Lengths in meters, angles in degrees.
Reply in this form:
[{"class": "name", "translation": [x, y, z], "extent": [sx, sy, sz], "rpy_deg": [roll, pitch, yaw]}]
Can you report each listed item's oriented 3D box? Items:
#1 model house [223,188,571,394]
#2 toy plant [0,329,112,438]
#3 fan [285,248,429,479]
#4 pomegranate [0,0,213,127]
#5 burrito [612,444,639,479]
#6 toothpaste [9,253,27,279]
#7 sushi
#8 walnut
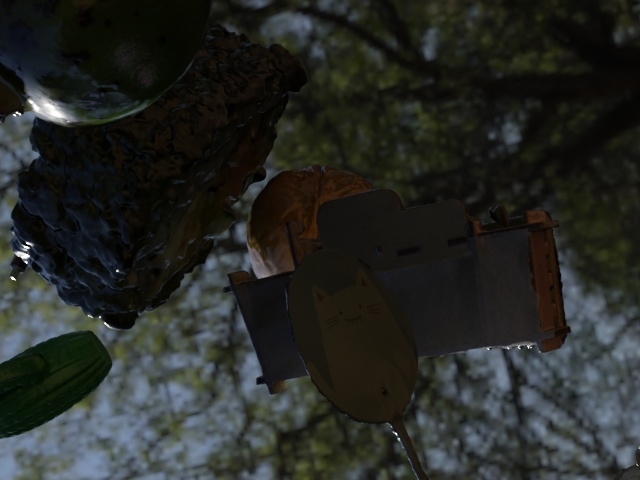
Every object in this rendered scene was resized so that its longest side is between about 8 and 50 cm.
[{"class": "model house", "translation": [0.106, 0.039, 1.491], "extent": [0.244, 0.326, 0.169], "rpy_deg": [0, -100, -61]}, {"class": "toy plant", "translation": [-0.366, 0.183, 1.872], "extent": [0.088, 0.240, 0.154], "rpy_deg": [62, 156, 21]}, {"class": "fan", "translation": [0.034, 0.085, 0.938], "extent": [0.113, 0.005, 0.175], "rpy_deg": [-20, -96, -53]}, {"class": "pomegranate", "translation": [-0.213, -0.201, 1.287], "extent": [0.270, 0.254, 0.254], "rpy_deg": [-55, -35, -6]}, {"class": "burrito", "translation": [0.355, 0.378, 1.928], "extent": [0.107, 0.347, 0.175], "rpy_deg": [41, 178, 7]}, {"class": "toothpaste", "translation": [-0.345, 0.008, 1.825], "extent": [0.019, 0.027, 0.083], "rpy_deg": [75, -147, -65]}, {"class": "sushi", "translation": [-0.184, -0.076, 1.689], "extent": [0.352, 0.178, 0.294], "rpy_deg": [-47, -18, -52]}, {"class": "walnut", "translation": [0.000, 0.000, 1.737], "extent": [0.197, 0.165, 0.165], "rpy_deg": [69, -167, -67]}]
